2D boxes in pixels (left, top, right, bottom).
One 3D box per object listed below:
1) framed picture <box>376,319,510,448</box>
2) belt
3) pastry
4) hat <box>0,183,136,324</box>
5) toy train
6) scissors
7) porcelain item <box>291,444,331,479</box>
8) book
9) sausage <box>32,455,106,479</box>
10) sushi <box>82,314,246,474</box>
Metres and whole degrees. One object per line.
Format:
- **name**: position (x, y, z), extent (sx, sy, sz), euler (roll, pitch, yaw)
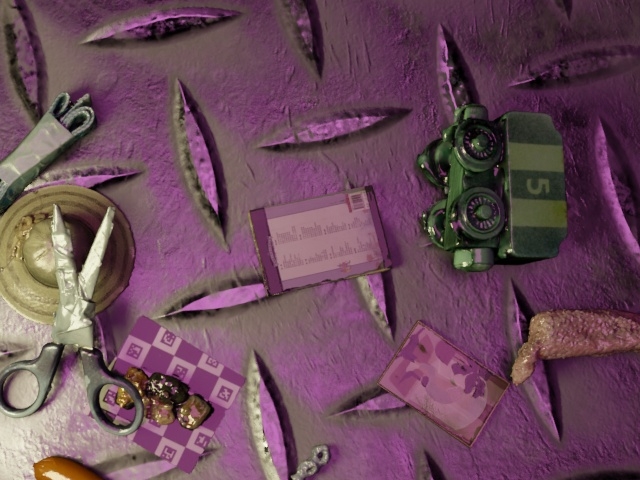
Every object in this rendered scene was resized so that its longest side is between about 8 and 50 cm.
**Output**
- **framed picture**: position (0.218, 0.253, 1.571), extent (0.201, 0.010, 0.136), euler (35, 79, 0)
- **belt**: position (-0.506, -0.145, 1.520), extent (0.087, 0.072, 0.302), euler (45, 79, -1)
- **pastry**: position (0.454, 0.170, 1.566), extent (0.265, 0.103, 0.112), euler (-12, 76, -10)
- **hat**: position (-0.438, 0.018, 1.485), extent (0.252, 0.110, 0.252), euler (1, 80, -7)
- **toy train**: position (0.306, -0.090, 1.566), extent (0.238, 0.167, 0.299), euler (3, 82, -16)
- **scissors**: position (-0.391, 0.125, 1.436), extent (0.256, 0.029, 0.383), euler (10, 102, 4)
- **porcelain item**: position (-0.014, 0.382, 1.516), extent (0.036, 0.028, 0.083), euler (42, 78, 4)
- **book**: position (0.000, 0.000, 1.581), extent (0.231, 0.026, 0.157), euler (-12, 80, -8)
- **sausage**: position (-0.390, 0.406, 1.459), extent (0.183, 0.054, 0.062), euler (34, 51, 2)
- **sushi**: position (-0.262, 0.258, 1.497), extent (0.215, 0.050, 0.192), euler (31, 79, -1)
